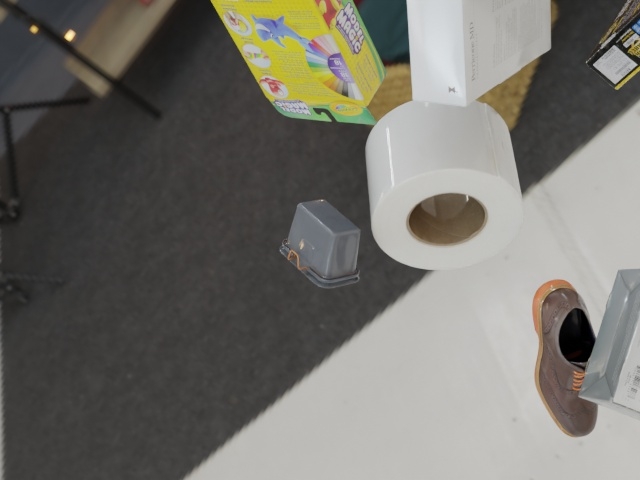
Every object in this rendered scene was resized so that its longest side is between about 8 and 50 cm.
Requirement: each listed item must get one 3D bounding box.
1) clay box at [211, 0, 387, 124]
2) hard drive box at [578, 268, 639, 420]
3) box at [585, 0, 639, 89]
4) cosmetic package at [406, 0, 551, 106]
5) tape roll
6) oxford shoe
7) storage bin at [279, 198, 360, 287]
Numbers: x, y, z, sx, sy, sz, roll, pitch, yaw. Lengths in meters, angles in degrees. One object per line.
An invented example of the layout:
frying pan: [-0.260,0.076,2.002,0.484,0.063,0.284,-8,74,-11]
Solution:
clay box: [-0.024,-0.205,1.180,0.127,0.222,0.053,10,57,35]
hard drive box: [0.475,0.160,1.593,0.181,0.232,0.089,-69,16,-9]
box: [0.584,-0.425,1.989,0.322,0.079,0.257,-53,1,-32]
cosmetic package: [0.223,-0.411,1.721,0.097,0.377,0.284,10,28,30]
tape roll: [0.198,-0.092,1.994,0.246,0.246,0.169,-32,41,29]
oxford shoe: [0.387,0.199,1.901,0.097,0.271,0.098,-19,22,-6]
storage bin: [0.000,0.000,1.948,0.135,0.098,0.091,41,131,42]
